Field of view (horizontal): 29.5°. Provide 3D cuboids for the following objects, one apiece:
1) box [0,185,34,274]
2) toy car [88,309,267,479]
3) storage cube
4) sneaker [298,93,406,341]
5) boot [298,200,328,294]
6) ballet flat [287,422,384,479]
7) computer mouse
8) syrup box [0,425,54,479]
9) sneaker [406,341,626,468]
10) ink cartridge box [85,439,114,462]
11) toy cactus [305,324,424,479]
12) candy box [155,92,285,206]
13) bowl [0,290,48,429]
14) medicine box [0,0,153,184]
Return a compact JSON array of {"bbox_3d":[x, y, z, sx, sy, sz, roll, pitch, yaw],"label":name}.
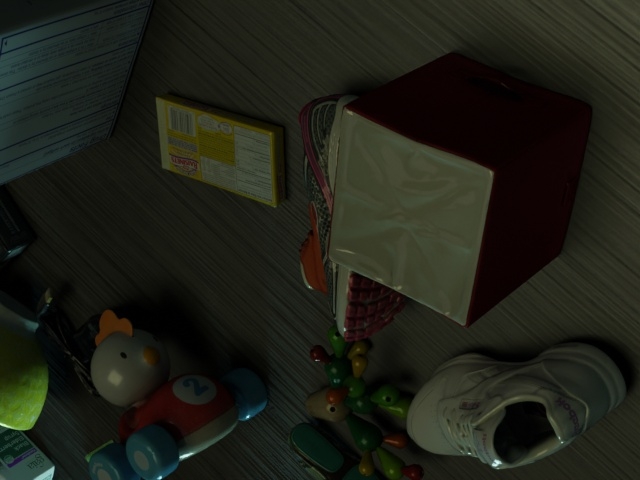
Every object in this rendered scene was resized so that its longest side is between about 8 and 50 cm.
[{"bbox_3d":[-0.585,-0.024,2.013,0.232,0.059,0.183,-34,87,47],"label":"box"},{"bbox_3d":[-0.242,0.199,1.715,0.210,0.219,0.238,-31,90,46],"label":"toy car"},{"bbox_3d":[0.141,-0.055,1.252,0.183,0.193,0.215,27,127,29],"label":"storage cube"},{"bbox_3d":[0.041,-0.026,1.419,0.112,0.121,0.299,17,116,44],"label":"sneaker"},{"bbox_3d":[0.000,0.000,1.507,0.084,0.059,0.158,11,121,43],"label":"boot"},{"bbox_3d":[0.031,0.324,1.662,0.188,0.070,0.070,45,135,16],"label":"ballet flat"},{"bbox_3d":[-0.358,0.134,1.902,0.184,0.060,0.262,51,148,2],"label":"computer mouse"},{"bbox_3d":[-0.604,0.382,2.229,0.237,0.093,0.096,41,133,18],"label":"syrup box"},{"bbox_3d":[0.190,0.195,1.376,0.305,0.152,0.114,-25,97,48],"label":"sneaker"},{"bbox_3d":[-0.341,0.452,2.055,0.109,0.062,0.209,-36,87,47],"label":"ink cartridge box"},{"bbox_3d":[0.038,0.218,1.572,0.180,0.112,0.219,-16,110,55],"label":"toy cactus"},{"bbox_3d":[-0.131,-0.120,1.578,0.206,0.027,0.105,20,127,34],"label":"candy box"},{"bbox_3d":[-0.553,0.166,1.996,0.289,0.289,0.156,34,90,23],"label":"bowl"},{"bbox_3d":[-0.383,-0.232,1.571,0.149,0.263,0.289,43,134,16],"label":"medicine box"}]
